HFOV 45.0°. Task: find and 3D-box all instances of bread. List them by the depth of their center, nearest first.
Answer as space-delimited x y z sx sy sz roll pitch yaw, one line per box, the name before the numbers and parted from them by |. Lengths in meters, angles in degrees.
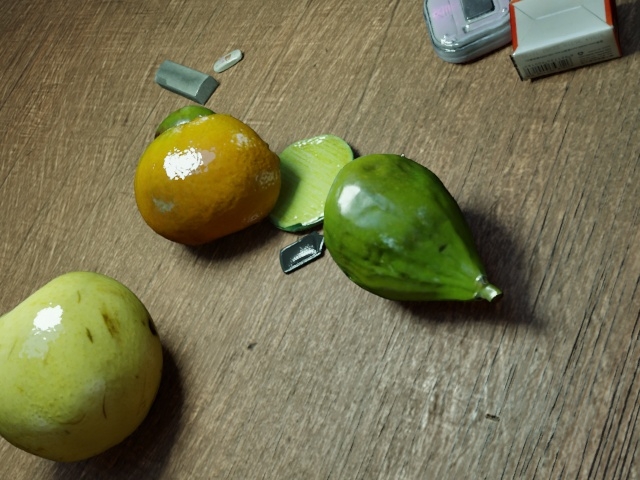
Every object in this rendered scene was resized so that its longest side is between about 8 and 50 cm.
bread | -0.024 -0.117 1.575 0.229 0.033 0.228 -18 54 27

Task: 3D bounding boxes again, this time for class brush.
brush | 0.000 0.000 1.493 0.193 0.016 0.062 -28 50 17

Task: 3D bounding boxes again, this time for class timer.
timer | 0.304 -0.458 1.546 0.191 0.069 0.208 -22 50 18

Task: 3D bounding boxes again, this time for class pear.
pear | -0.464 0.235 1.452 0.349 0.348 0.348 -17 53 25

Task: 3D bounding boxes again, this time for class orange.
orange | -0.251 -0.115 1.589 0.310 0.274 0.274 3 61 61

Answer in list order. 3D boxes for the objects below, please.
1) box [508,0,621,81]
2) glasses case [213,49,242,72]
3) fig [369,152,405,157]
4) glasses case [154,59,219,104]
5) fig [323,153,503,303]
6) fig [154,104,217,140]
box | 0.435 -0.377 1.383 0.182 0.099 0.133 -12 59 27
glasses case | -0.233 -0.451 1.941 0.083 0.021 0.032 -26 52 19
fig | 0.123 -0.147 1.485 0.083 0.050 0.050 -15 53 8
glasses case | -0.347 -0.408 1.975 0.205 0.047 0.070 29 81 42
fig | 0.131 0.012 1.259 0.233 0.233 0.314 -30 54 15
fig | -0.280 -0.208 1.721 0.181 0.181 0.191 -46 21 0
